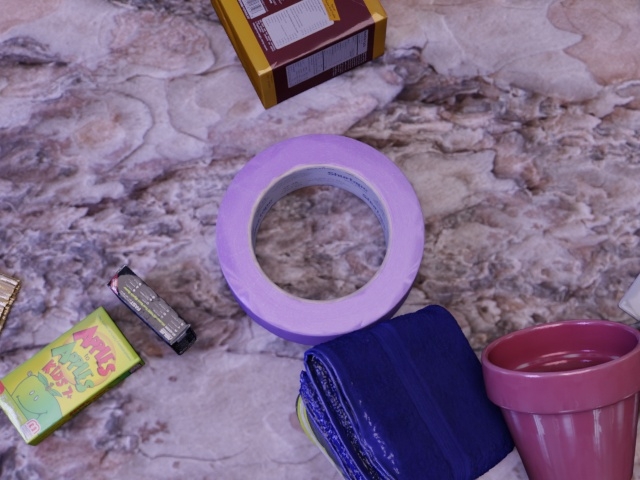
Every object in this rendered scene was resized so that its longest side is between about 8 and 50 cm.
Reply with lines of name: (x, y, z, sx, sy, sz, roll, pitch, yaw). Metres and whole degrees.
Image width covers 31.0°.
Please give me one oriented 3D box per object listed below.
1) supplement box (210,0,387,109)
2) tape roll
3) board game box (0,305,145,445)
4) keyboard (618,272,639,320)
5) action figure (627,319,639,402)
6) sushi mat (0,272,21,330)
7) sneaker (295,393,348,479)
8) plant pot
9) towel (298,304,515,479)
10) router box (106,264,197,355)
supplement box: (-0.034, -0.323, 1.610, 0.194, 0.129, 0.191, -25, 77, -6)
tape roll: (0.000, 0.000, 1.550, 0.275, 0.090, 0.274, 0, 75, 0)
board game box: (-0.335, 0.179, 1.531, 0.181, 0.043, 0.092, -37, 78, -8)
keyboard: (0.508, 0.010, 1.584, 0.072, 0.014, 0.256, 36, 79, 14)
action figure: (0.523, 0.254, 1.460, 0.276, 0.248, 0.370, -11, 73, -30)
sushi mat: (-0.578, 0.069, 1.573, 0.317, 0.019, 0.151, 20, 78, 6)
sneaker: (0.077, 0.292, 1.459, 0.111, 0.121, 0.300, -43, 79, -8)
plant pot: (0.312, 0.213, 1.437, 0.201, 0.201, 0.180, -12, 102, -2)
towel: (0.110, 0.207, 1.416, 0.076, 0.308, 0.227, -36, 78, 33)
router box: (-0.221, 0.093, 1.527, 0.122, 0.092, 0.038, 42, 80, 10)
